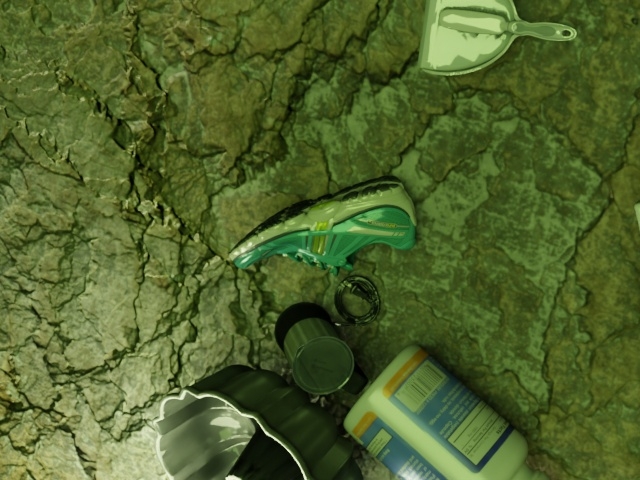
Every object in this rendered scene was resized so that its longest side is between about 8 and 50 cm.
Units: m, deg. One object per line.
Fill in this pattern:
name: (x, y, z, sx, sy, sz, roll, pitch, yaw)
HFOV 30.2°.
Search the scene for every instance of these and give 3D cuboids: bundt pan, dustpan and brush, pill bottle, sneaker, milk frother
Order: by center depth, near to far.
dustpan and brush: (0.225, -0.275, 1.514, 0.211, 0.060, 0.147, 11, 102, 19)
pill bottle: (0.176, 0.278, 1.570, 0.272, 0.152, 0.152, 41, 110, 10)
milk frother: (0.020, 0.123, 1.606, 0.129, 0.135, 0.143, 18, 102, -18)
sneaker: (0.000, 0.000, 1.623, 0.275, 0.107, 0.110, -15, 102, 22)
bundt pan: (-0.072, 0.310, 1.636, 0.330, 0.124, 0.331, 24, 132, 30)

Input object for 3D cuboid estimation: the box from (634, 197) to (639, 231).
box: (0.562, 0.019, 1.376, 0.345, 0.168, 0.215, -11, 95, 21)
